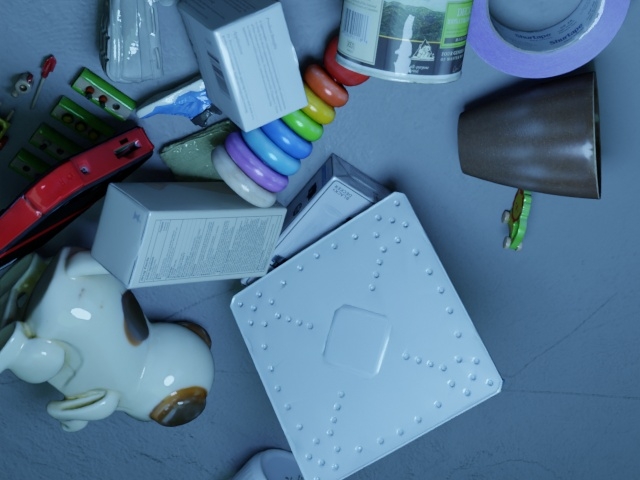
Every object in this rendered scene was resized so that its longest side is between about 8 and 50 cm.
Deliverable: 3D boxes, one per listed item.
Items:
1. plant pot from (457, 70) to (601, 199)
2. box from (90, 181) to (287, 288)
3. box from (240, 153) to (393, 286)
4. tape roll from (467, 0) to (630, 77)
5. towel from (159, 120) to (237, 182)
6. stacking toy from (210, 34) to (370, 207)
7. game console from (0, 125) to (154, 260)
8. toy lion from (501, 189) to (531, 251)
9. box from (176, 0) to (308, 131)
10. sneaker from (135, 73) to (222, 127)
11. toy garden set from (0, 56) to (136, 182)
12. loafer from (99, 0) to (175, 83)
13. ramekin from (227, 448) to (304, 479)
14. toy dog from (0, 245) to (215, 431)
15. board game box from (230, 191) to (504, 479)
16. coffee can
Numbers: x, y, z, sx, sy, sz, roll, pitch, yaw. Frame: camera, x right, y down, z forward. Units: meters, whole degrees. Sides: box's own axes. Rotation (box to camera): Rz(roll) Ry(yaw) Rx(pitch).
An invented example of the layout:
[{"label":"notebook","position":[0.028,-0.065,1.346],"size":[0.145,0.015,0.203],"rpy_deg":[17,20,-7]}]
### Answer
[{"label":"plant pot","position":[0.356,-0.171,1.850],"size":[0.231,0.215,0.215],"rpy_deg":[-3,125,17]},{"label":"box","position":[-0.221,-0.015,1.855],"size":[0.311,0.121,0.148],"rpy_deg":[-2,118,-47]},{"label":"box","position":[0.000,0.000,2.003],"size":[0.169,0.087,0.290],"rpy_deg":[30,117,-21]},{"label":"tape roll","position":[0.353,-0.404,1.745],"size":[0.275,0.090,0.274],"rpy_deg":[-1,123,-2]},{"label":"towel","position":[-0.201,-0.147,1.933],"size":[0.148,0.027,0.110],"rpy_deg":[-22,123,10]},{"label":"stacking toy","position":[-0.030,-0.212,1.827],"size":[0.141,0.141,0.330],"rpy_deg":[39,105,-24]},{"label":"game console","position":[-0.456,-0.047,1.788],"size":[0.342,0.386,0.060],"rpy_deg":[-35,95,21]},{"label":"toy lion","position":[0.363,-0.044,1.984],"size":[0.034,0.100,0.096],"rpy_deg":[11,141,-7]},{"label":"box","position":[-0.124,-0.298,1.726],"size":[0.119,0.182,0.181],"rpy_deg":[-25,123,-14]},{"label":"sneaker","position":[-0.236,-0.222,1.863],"size":[0.152,0.058,0.084],"rpy_deg":[-24,113,6]},{"label":"toy garden set","position":[-0.473,-0.200,1.874],"size":[0.204,0.049,0.244],"rpy_deg":[34,116,-22]},{"label":"loafer","position":[-0.286,-0.403,1.720],"size":[0.112,0.112,0.319],"rpy_deg":[-4,124,-23]},{"label":"ramekin","position":[-0.071,0.555,2.278],"size":[0.273,0.273,0.127],"rpy_deg":[27,107,-18]},{"label":"toy dog","position":[-0.384,0.187,2.022],"size":[0.408,0.284,0.395],"rpy_deg":[37,112,-29]},{"label":"board game box","position":[0.072,0.176,1.877],"size":[0.390,0.389,0.050],"rpy_deg":[-33,158,18]},{"label":"coffee can","position":[0.137,-0.396,1.634],"size":[0.202,0.201,0.275],"rpy_deg":[5,113,-6]}]
